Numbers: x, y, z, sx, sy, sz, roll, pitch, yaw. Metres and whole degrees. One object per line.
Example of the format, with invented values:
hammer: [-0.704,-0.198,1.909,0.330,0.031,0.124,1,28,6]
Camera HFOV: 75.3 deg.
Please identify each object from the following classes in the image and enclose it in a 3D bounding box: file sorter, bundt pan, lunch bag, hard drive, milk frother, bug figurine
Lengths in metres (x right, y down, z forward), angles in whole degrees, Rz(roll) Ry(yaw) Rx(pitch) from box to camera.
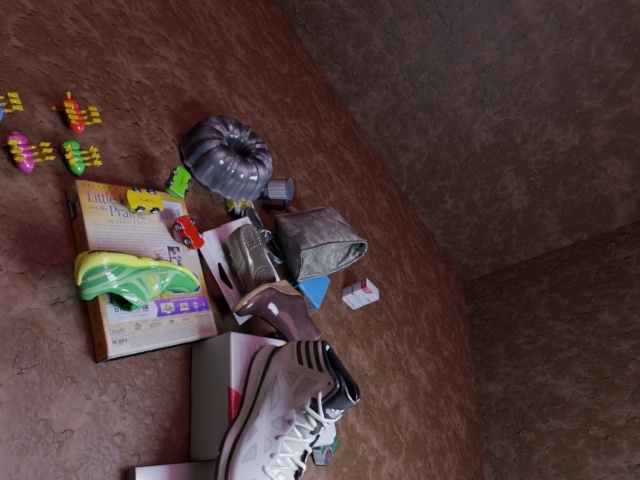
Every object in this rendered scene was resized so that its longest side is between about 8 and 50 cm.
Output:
file sorter: [-0.056,0.171,1.534,0.118,0.104,0.170,54,30,-17]
bundt pan: [-0.300,-0.299,1.418,0.330,0.124,0.331,28,40,-26]
lunch bag: [0.000,0.000,1.511,0.286,0.169,0.235,-13,41,-26]
hard drive: [-0.277,0.597,0.902,0.307,0.040,0.203,27,45,-47]
milk frother: [-0.168,-0.197,1.611,0.143,0.134,0.129,-70,159,-49]
bug figurine: [-0.642,-0.257,0.955,0.279,0.072,0.217,-15,86,-65]

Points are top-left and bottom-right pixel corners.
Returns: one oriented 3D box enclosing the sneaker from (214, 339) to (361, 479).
sneaker: [-0.057,0.401,0.870,0.169,0.257,0.448,43,38,-33]

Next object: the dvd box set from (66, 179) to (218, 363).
dvd box set: [-0.438,0.066,1.042,0.307,0.062,0.421,2,66,-58]

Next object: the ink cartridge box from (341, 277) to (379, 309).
ink cartridge box: [0.175,0.236,1.827,0.099,0.135,0.056,46,31,-30]

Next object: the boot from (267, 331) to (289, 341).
boot: [-0.127,0.303,1.375,0.121,0.045,0.099,49,34,-38]

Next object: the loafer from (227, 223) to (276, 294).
loafer: [-0.207,0.082,1.245,0.101,0.092,0.269,-21,102,-49]

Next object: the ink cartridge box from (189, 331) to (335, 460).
ink cartridge box: [-0.148,0.424,1.125,0.384,0.160,0.279,26,47,-47]

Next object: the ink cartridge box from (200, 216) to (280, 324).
ink cartridge box: [-0.259,0.092,1.306,0.261,0.066,0.297,-28,92,-58]

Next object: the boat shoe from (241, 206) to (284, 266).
boat shoe: [-0.200,-0.016,1.452,0.084,0.079,0.233,-41,110,-55]

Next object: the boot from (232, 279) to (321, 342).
boot: [-0.110,0.219,1.149,0.207,0.090,0.248,56,31,11]

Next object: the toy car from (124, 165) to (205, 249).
toy car: [-0.401,-0.106,1.115,0.239,0.053,0.225,41,36,-37]

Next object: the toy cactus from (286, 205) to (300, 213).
toy cactus: [-0.072,-0.063,1.717,0.180,0.112,0.219,47,41,15]

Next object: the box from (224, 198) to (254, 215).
box: [-0.296,-0.163,1.474,0.105,0.043,0.179,8,58,-57]

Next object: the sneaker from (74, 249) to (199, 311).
sneaker: [-0.407,0.096,0.929,0.295,0.109,0.124,18,79,-55]

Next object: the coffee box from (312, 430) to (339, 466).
coffee box: [0.004,0.598,1.313,0.113,0.040,0.184,-23,102,-62]
